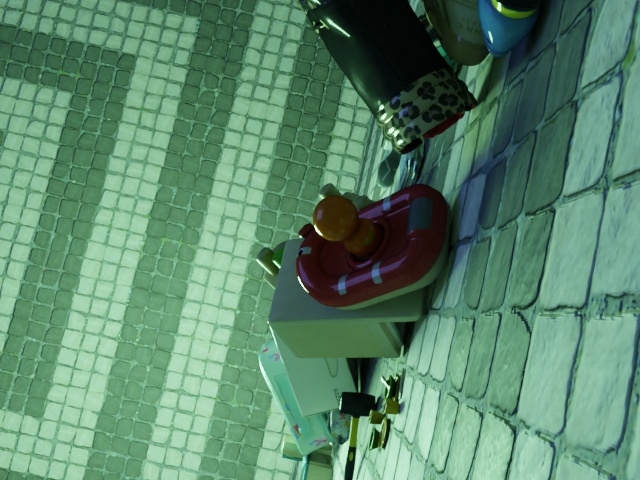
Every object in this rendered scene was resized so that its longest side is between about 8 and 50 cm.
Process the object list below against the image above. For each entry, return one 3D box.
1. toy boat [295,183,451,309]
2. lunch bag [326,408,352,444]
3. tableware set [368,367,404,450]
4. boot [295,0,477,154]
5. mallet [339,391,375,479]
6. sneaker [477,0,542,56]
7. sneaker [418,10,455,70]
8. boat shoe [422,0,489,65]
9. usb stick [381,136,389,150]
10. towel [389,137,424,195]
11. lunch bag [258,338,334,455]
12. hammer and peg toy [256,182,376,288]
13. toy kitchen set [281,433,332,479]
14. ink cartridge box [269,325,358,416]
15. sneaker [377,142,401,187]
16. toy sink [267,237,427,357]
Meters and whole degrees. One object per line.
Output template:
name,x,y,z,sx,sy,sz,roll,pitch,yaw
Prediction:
toy boat,0.049,-0.005,0.943,0.231,0.151,0.151,-24,42,40
lunch bag,0.041,0.374,1.488,0.071,0.053,0.083,-77,-9,-70
tableware set,0.092,0.255,1.060,0.154,0.024,0.104,106,176,-62
boot,0.088,-0.265,0.973,0.138,0.284,0.377,-34,-1,12
mallet,0.065,0.348,1.235,0.039,0.062,0.190,-77,-15,-73
sneaker,0.201,-0.290,0.765,0.082,0.069,0.209,97,-176,-63
sneaker,0.178,-0.297,1.156,0.107,0.110,0.275,-63,15,-21
boat shoe,0.179,-0.333,0.957,0.341,0.121,0.110,-81,5,-58
usb stick,0.203,-0.341,1.775,0.077,0.045,0.278,-68,-6,-46
towel,0.164,-0.117,1.472,0.209,0.034,0.285,-77,1,-46
lunch bag,-0.048,0.368,1.721,0.279,0.108,0.224,64,180,-2
hammer and peg toy,0.000,0.000,1.418,0.266,0.127,0.361,-46,22,-5
toy kitchen set,-0.049,0.587,1.709,0.207,0.122,0.166,-92,14,-86
ink cartridge box,-0.007,0.199,1.549,0.307,0.129,0.223,-86,-21,-72
sneaker,0.171,-0.190,1.652,0.061,0.053,0.152,48,-119,-80
toy sink,0.062,0.086,1.084,0.131,0.234,0.153,58,-146,-47
